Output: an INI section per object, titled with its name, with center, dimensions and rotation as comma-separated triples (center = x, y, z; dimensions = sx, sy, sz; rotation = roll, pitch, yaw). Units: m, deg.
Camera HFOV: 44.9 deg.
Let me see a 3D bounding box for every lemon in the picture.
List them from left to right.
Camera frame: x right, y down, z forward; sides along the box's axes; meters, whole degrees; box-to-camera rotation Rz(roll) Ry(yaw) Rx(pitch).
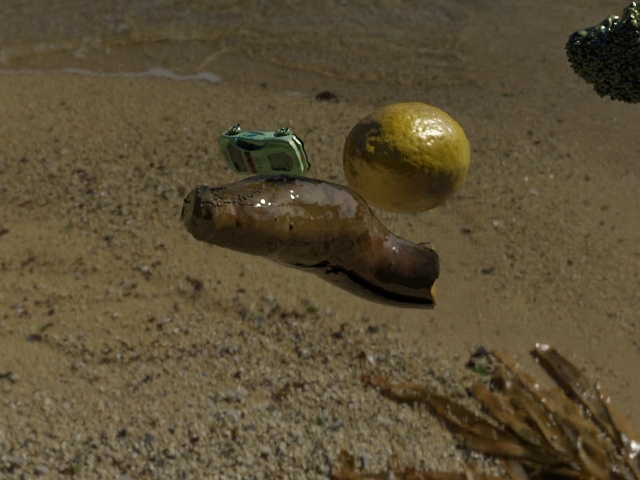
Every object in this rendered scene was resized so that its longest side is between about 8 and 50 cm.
[lemon]
center = 0.123, -0.120, 1.125
dimensions = 0.207, 0.170, 0.170
rotation = -5, 34, -36

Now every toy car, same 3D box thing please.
[toy car]
center = -0.102, -0.140, 1.300
dimensions = 0.186, 0.093, 0.058
rotation = 8, 43, 33

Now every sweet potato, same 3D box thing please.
[sweet potato]
center = 0.003, -0.006, 0.662
dimensions = 0.112, 0.285, 0.085
rotation = 39, 102, 46

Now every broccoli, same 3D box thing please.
[broccoli]
center = 0.423, -0.261, 1.029
dimensions = 0.167, 0.154, 0.160
rotation = -22, 46, 45
